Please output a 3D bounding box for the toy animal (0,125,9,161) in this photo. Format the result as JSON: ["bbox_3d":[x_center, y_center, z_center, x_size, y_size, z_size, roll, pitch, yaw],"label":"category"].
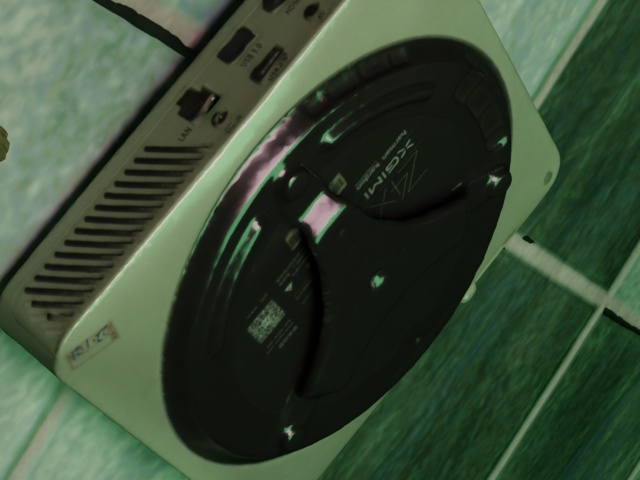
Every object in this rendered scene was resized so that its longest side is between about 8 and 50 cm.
[{"bbox_3d":[-0.197,-0.027,0.609,0.218,0.103,0.101,-10,146,-54],"label":"toy animal"}]

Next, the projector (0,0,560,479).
[{"bbox_3d":[0.000,0.000,0.910,0.257,0.079,0.259,-51,148,-7],"label":"projector"}]
